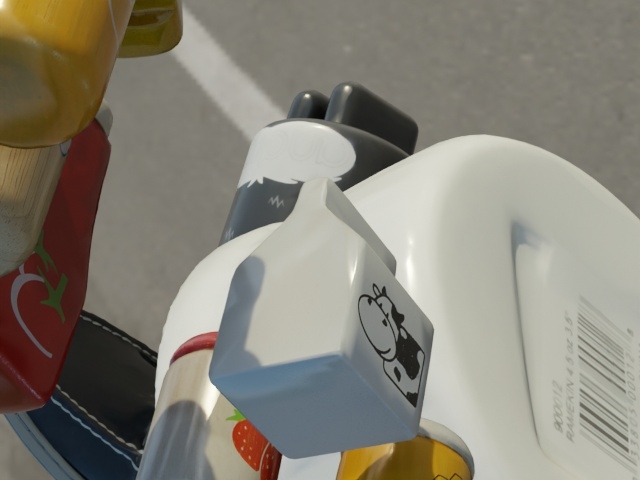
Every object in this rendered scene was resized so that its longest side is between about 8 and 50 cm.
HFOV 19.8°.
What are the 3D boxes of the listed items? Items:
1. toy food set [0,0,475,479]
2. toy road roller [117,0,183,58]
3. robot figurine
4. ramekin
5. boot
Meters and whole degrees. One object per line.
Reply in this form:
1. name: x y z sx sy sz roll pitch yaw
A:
1. toy food set: -0.035 -0.005 0.492 0.111 0.232 0.104 -14 45 30
2. toy road roller: -0.208 -0.237 1.255 0.240 0.330 0.202 81 -176 -55
3. robot figurine: 0.000 0.001 1.651 0.209 0.174 0.278 96 -171 -71
4. ramekin: 0.077 0.089 0.780 0.135 0.277 0.277 -33 57 33
5. boot: -0.020 0.120 1.262 0.284 0.377 0.138 -44 9 40
